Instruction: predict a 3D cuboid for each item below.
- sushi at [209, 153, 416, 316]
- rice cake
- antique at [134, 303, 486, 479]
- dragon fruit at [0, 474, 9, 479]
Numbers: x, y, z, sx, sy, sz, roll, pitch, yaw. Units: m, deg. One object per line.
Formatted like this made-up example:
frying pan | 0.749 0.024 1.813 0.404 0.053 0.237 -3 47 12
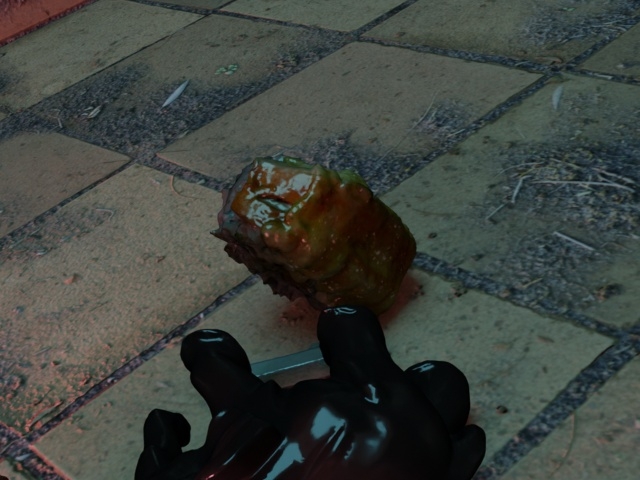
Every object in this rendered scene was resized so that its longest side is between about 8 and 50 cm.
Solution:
sushi | 0.000 0.000 1.260 0.184 0.274 0.139 13 69 47
rice cake | -0.022 0.138 1.205 0.180 0.030 0.042 -16 28 2
antique | -0.015 0.189 0.965 0.322 0.185 0.255 -9 29 8
dragon fruit | -0.333 0.317 0.868 0.299 0.244 0.244 -49 39 -15
